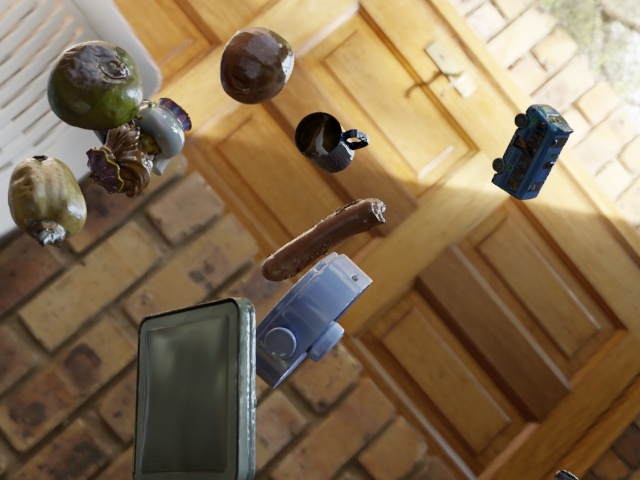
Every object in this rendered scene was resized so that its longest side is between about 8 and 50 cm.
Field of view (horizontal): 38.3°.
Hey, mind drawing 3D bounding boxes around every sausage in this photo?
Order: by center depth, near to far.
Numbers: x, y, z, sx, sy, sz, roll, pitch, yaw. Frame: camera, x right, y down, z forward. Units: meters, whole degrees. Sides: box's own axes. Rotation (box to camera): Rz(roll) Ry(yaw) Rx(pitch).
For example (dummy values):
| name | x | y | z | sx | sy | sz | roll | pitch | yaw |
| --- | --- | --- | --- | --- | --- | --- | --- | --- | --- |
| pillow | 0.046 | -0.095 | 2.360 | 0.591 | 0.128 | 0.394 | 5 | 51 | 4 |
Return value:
| name | x | y | z | sx | sy | sz | roll | pitch | yaw |
| --- | --- | --- | --- | --- | --- | --- | --- | --- | --- |
| sausage | 0.000 | 0.001 | 1.899 | 0.304 | 0.078 | 0.078 | -31 | -173 | 15 |

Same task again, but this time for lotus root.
| name | x | y | z | sx | sy | sz | roll | pitch | yaw |
| --- | --- | --- | --- | --- | --- | --- | --- | --- | --- |
| lotus root | -0.464 | -0.058 | 1.568 | 0.125 | 0.221 | 0.118 | -13 | 140 | -12 |

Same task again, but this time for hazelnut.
| name | x | y | z | sx | sy | sz | roll | pitch | yaw |
| --- | --- | --- | --- | --- | --- | --- | --- | --- | --- |
| hazelnut | -0.167 | -0.452 | 2.404 | 0.214 | 0.214 | 0.176 | -38 | 148 | 23 |

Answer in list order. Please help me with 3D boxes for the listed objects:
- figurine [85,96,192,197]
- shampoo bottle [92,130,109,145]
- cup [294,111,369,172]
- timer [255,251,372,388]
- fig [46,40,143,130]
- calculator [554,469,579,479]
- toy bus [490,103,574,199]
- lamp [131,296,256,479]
| name | x | y | z | sx | sy | sz | roll | pitch | yaw |
| --- | --- | --- | --- | --- | --- | --- | --- | --- | --- |
| figurine | -0.410 | -0.203 | 2.059 | 0.142 | 0.189 | 0.263 | 17 | -124 | 40 |
| shampoo bottle | -0.534 | -0.300 | 2.156 | 0.049 | 0.234 | 0.087 | -35 | 149 | -9 |
| cup | 0.028 | -0.223 | 2.188 | 0.113 | 0.150 | 0.138 | -67 | 160 | -5 |
| timer | -0.039 | 0.224 | 2.375 | 0.395 | 0.173 | 0.395 | -46 | 175 | -5 |
| fig | -0.456 | -0.301 | 1.840 | 0.191 | 0.181 | 0.181 | -20 | -165 | 32 |
| calculator | 0.471 | 0.470 | 1.573 | 0.021 | 0.161 | 0.262 | -53 | 152 | -17 |
| toy bus | 0.567 | -0.236 | 2.471 | 0.113 | 0.134 | 0.246 | -7 | 130 | -44 |
| lamp | -0.189 | 0.230 | 1.358 | 0.047 | 0.269 | 0.266 | 11 | 162 | -40 |
